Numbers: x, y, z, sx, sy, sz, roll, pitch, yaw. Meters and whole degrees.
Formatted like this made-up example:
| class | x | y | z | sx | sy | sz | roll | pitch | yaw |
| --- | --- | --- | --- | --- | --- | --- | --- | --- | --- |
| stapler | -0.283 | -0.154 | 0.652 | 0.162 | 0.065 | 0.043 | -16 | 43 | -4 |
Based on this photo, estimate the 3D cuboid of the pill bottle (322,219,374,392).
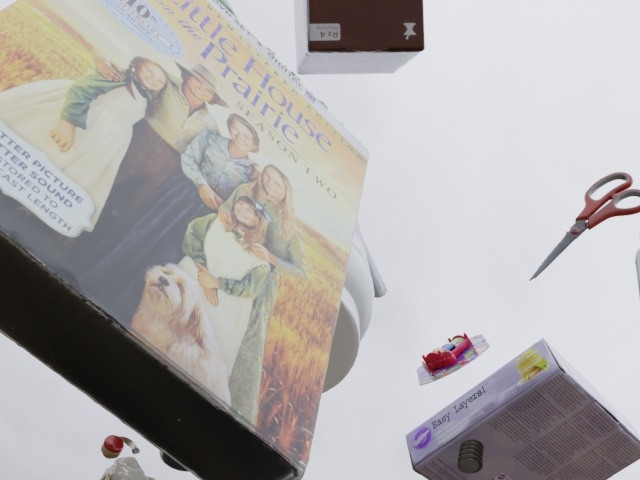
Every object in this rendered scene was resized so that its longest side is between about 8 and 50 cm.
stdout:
| class | x | y | z | sx | sy | sz | roll | pitch | yaw |
| --- | --- | --- | --- | --- | --- | --- | --- | --- | --- |
| pill bottle | -0.029 | 0.043 | 0.888 | 0.169 | 0.301 | 0.169 | 0 | -69 | -1 |

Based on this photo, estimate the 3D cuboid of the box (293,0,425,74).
| class | x | y | z | sx | sy | sz | roll | pitch | yaw |
| --- | --- | --- | --- | --- | --- | --- | --- | --- | --- |
| box | 0.051 | -0.346 | 1.210 | 0.168 | 0.167 | 0.203 | -2 | 2 | -7 |

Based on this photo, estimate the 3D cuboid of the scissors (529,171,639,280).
| class | x | y | z | sx | sy | sz | roll | pitch | yaw |
| --- | --- | --- | --- | --- | --- | --- | --- | --- | --- |
| scissors | 0.479 | -0.030 | 1.511 | 0.109 | 0.297 | 0.021 | 51 | -10 | 41 |

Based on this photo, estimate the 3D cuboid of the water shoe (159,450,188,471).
| class | x | y | z | sx | sy | sz | roll | pitch | yaw |
| --- | --- | --- | --- | --- | --- | --- | --- | --- | --- |
| water shoe | -0.143 | 0.305 | 1.199 | 0.203 | 0.080 | 0.073 | 24 | -75 | -29 |

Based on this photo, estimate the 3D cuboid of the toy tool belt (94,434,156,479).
| class | x | y | z | sx | sy | sz | roll | pitch | yaw |
| --- | --- | --- | --- | --- | --- | --- | --- | --- | --- |
| toy tool belt | -0.184 | 0.225 | 0.741 | 0.083 | 0.052 | 0.051 | 49 | -62 | 30 |

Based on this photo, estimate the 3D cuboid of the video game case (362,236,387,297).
| class | x | y | z | sx | sy | sz | roll | pitch | yaw |
| --- | --- | --- | --- | --- | --- | --- | --- | --- | --- |
| video game case | 0.000 | 0.000 | 1.255 | 0.183 | 0.023 | 0.201 | -6 | -67 | 54 |

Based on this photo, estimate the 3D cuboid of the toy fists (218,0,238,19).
| class | x | y | z | sx | sy | sz | roll | pitch | yaw |
| --- | --- | --- | --- | --- | --- | --- | --- | --- | --- |
| toy fists | -0.214 | -0.264 | 1.182 | 0.279 | 0.096 | 0.142 | -29 | -80 | 44 |

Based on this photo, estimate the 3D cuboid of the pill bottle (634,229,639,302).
| class | x | y | z | sx | sy | sz | roll | pitch | yaw |
| --- | --- | --- | --- | --- | --- | --- | --- | --- | --- |
| pill bottle | 0.550 | 0.054 | 1.283 | 0.094 | 0.169 | 0.094 | 4 | -31 | 3 |

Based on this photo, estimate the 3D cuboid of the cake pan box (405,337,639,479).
| class | x | y | z | sx | sy | sz | roll | pitch | yaw |
| --- | --- | --- | --- | --- | --- | --- | --- | --- | --- |
| cake pan box | 0.293 | 0.288 | 1.136 | 0.246 | 0.070 | 0.267 | -40 | -59 | 18 |

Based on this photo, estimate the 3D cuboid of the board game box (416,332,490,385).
| class | x | y | z | sx | sy | sz | roll | pitch | yaw |
| --- | --- | --- | --- | --- | --- | --- | --- | --- | --- |
| board game box | 0.215 | 0.187 | 1.376 | 0.133 | 0.169 | 0.033 | -30 | -88 | 6 |

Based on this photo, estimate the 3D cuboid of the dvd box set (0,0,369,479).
| class | x | y | z | sx | sy | sz | roll | pitch | yaw |
| --- | --- | --- | --- | --- | --- | --- | --- | --- | --- |
| dvd box set | -0.102 | -0.058 | 0.599 | 0.307 | 0.420 | 0.062 | 43 | -61 | -16 |
